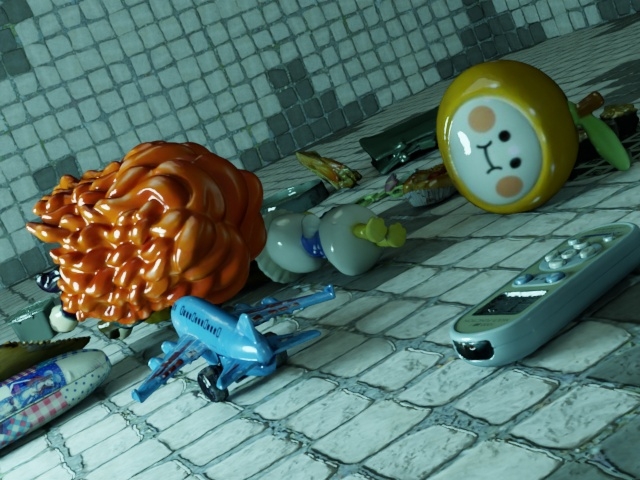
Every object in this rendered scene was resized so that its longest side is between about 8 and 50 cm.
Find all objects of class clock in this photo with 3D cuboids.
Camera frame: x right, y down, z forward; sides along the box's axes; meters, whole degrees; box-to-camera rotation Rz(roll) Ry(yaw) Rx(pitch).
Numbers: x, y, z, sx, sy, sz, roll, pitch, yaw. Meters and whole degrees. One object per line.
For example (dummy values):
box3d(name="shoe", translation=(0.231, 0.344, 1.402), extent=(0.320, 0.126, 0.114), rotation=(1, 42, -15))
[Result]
box3d(name="clock", translation=(-0.085, -0.085, 2.144), extent=(0.215, 0.042, 0.215), rotation=(-22, 11, 4))

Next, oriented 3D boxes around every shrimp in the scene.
box3d(name="shrimp", translation=(0.024, -0.165, 2.123), extent=(0.061, 0.145, 0.267), rotation=(-57, 27, 4))

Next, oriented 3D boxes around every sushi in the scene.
box3d(name="sushi", translation=(0.403, -0.153, 1.413), extent=(0.264, 0.050, 0.290), rotation=(-14, 14, 41))

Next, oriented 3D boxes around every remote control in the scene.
box3d(name="remote control", translation=(0.214, 0.047, 0.834), extent=(0.244, 0.047, 0.087), rotation=(-30, 15, -34))

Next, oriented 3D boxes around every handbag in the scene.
box3d(name="handbag", translation=(0.229, -0.245, 2.169), extent=(0.247, 0.079, 0.260), rotation=(-25, 13, 1))

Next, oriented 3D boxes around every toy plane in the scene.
box3d(name="toy plane", translation=(-0.110, 0.114, 1.034), extent=(0.254, 0.105, 0.271), rotation=(-27, 10, -24))

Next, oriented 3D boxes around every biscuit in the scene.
box3d(name="biscuit", translation=(-0.456, 0.204, 1.258), extent=(0.237, 0.013, 0.232), rotation=(-37, -13, 12))

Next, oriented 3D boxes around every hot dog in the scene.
box3d(name="hot dog", translation=(0.218, -0.111, 1.589), extent=(0.108, 0.059, 0.191), rotation=(-7, 16, 43))

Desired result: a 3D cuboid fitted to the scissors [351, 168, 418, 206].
box3d(name="scissors", translation=(0.145, -0.110, 1.830), extent=(0.134, 0.020, 0.187), rotation=(-14, 15, 27))

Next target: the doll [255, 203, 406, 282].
box3d(name="doll", translation=(0.000, 0.000, 1.341), extent=(0.138, 0.119, 0.293), rotation=(23, -20, -35))

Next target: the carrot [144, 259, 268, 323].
box3d(name="carrot", translation=(-0.188, 0.047, 1.513), extent=(0.302, 0.114, 0.114), rotation=(-20, 11, 3))

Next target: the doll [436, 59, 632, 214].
box3d(name="doll", translation=(0.279, -0.151, 1.225), extent=(0.236, 0.213, 0.213), rotation=(-18, 12, 17))

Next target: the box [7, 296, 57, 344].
box3d(name="box", translation=(-0.583, 0.170, 1.870), extent=(0.084, 0.069, 0.122), rotation=(-21, 11, 1))

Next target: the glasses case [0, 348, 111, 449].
box3d(name="glasses case", translation=(-0.426, 0.232, 1.190), extent=(0.327, 0.076, 0.125), rotation=(-29, 8, -30))

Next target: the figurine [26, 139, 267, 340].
box3d(name="figurine", translation=(-0.241, 0.029, 1.276), extent=(0.306, 0.241, 0.411), rotation=(12, -31, -6))
